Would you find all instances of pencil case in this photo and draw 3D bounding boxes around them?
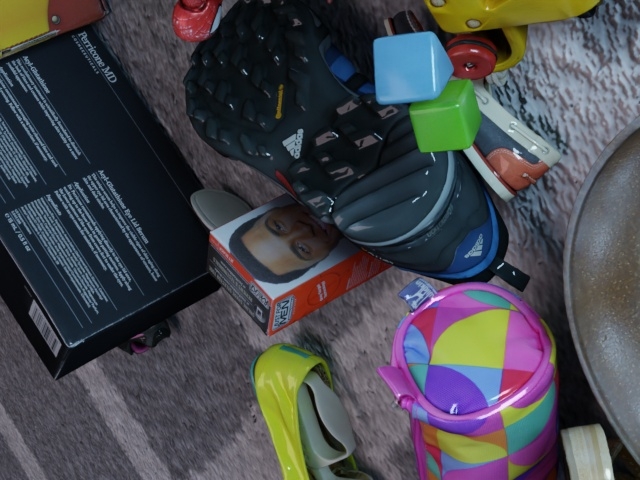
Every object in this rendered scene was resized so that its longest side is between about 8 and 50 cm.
[{"bbox_3d":[0.098,0.118,0.841,0.104,0.104,0.236,41,163,32],"label":"pencil case"}]

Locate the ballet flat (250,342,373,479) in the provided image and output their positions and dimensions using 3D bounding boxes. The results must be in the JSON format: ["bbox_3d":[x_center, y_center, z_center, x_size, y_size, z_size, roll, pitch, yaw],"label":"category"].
[{"bbox_3d":[0.005,0.195,1.149,0.077,0.077,0.231,-3,111,41],"label":"ballet flat"}]

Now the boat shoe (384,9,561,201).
[{"bbox_3d":[0.088,-0.088,0.794,0.043,0.049,0.137,-39,74,17],"label":"boat shoe"}]

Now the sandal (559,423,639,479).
[{"bbox_3d":[0.191,0.157,0.803,0.240,0.079,0.088,60,-158,-68],"label":"sandal"}]

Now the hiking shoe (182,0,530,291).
[{"bbox_3d":[0.008,-0.060,0.872,0.132,0.113,0.304,40,-173,-41],"label":"hiking shoe"}]

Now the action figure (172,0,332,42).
[{"bbox_3d":[-0.019,-0.247,0.794,0.091,0.139,0.280,42,124,36],"label":"action figure"}]

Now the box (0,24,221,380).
[{"bbox_3d":[-0.220,-0.038,1.180,0.261,0.184,0.103,56,153,10],"label":"box"}]

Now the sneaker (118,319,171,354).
[{"bbox_3d":[-0.214,0.088,1.403,0.077,0.072,0.178,56,158,-13],"label":"sneaker"}]

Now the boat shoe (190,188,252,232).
[{"bbox_3d":[-0.063,0.001,1.110,0.125,0.046,0.038,35,138,25],"label":"boat shoe"}]

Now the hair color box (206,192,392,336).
[{"bbox_3d":[0.000,0.000,0.906,0.072,0.141,0.043,45,147,26],"label":"hair color box"}]

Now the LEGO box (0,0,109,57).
[{"bbox_3d":[-0.440,-0.350,1.061,0.193,0.372,0.500,16,128,53],"label":"LEGO box"}]

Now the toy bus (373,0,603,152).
[{"bbox_3d":[0.099,-0.153,0.647,0.104,0.202,0.191,-3,109,25],"label":"toy bus"}]

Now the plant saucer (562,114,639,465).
[{"bbox_3d":[0.255,0.053,0.605,0.310,0.050,0.310,29,139,29],"label":"plant saucer"}]
